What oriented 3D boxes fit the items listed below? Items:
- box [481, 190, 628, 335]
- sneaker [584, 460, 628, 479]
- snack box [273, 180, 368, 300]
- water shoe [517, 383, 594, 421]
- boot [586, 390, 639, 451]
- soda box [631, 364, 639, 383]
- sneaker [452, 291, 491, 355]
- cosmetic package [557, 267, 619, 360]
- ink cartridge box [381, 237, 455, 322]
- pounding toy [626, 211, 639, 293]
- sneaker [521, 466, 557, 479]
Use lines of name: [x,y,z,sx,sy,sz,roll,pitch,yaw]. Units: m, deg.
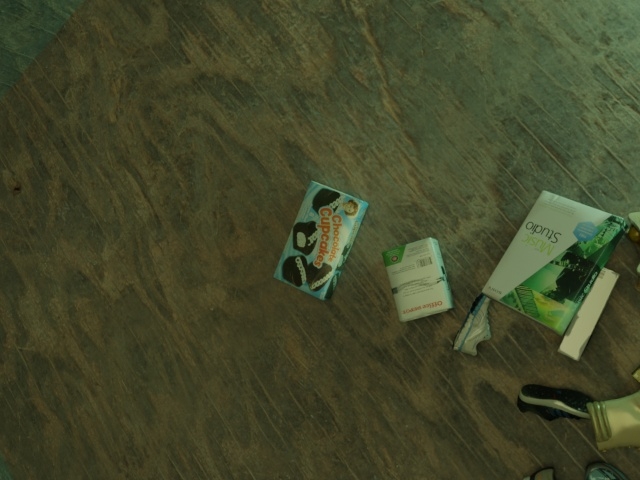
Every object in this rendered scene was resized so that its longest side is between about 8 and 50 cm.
box: [0.588,0.050,1.683,0.232,0.058,0.322,29,88,45]
sneaker: [0.726,0.667,1.602,0.104,0.125,0.261,-28,75,19]
snack box: [0.000,0.000,2.016,0.187,0.060,0.322,23,95,23]
water shoe: [0.614,0.428,1.714,0.203,0.073,0.080,14,129,15]
boot: [0.772,0.487,1.593,0.203,0.095,0.262,-21,97,18]
soda box: [0.849,0.287,1.618,0.061,0.058,0.181,45,104,20]
sneaker: [0.436,0.227,1.810,0.083,0.071,0.190,26,97,6]
cosmetic package: [0.681,0.184,1.680,0.060,0.099,0.239,25,96,21]
ink cartridge box: [0.277,0.113,1.869,0.153,0.087,0.208,-17,78,21]
pounding toy: [0.818,0.070,1.599,0.154,0.155,0.269,-17,47,5]
sneaker: [0.628,0.696,1.661,0.108,0.100,0.271,-42,71,10]
